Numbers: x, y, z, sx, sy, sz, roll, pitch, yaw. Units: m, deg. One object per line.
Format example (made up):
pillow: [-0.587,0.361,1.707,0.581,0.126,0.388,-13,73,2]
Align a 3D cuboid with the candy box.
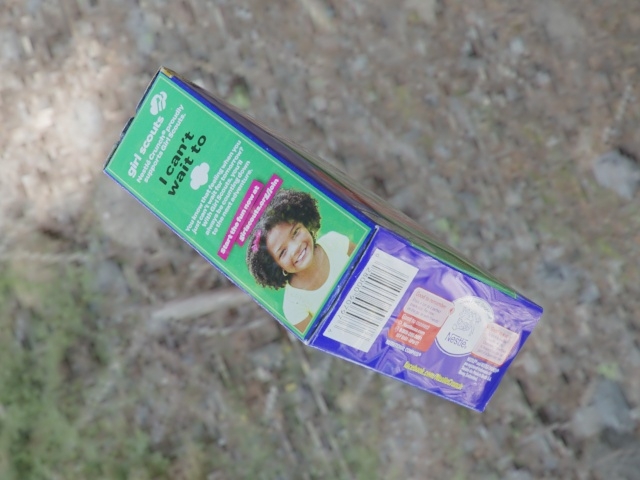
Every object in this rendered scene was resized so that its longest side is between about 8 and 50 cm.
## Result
candy box: [0.000,0.000,1.390,0.317,0.268,0.122,35,96,40]
